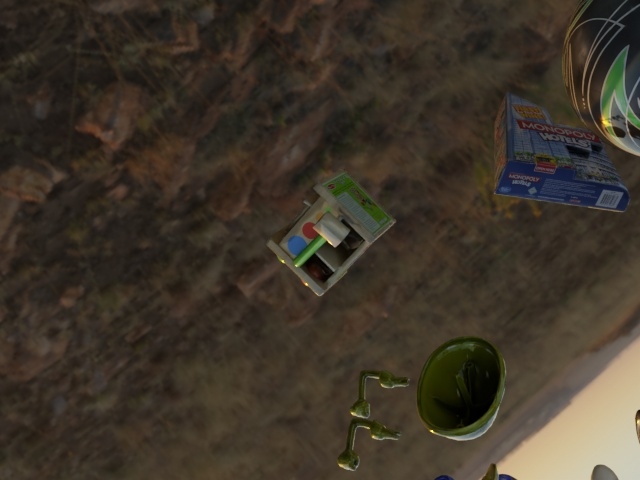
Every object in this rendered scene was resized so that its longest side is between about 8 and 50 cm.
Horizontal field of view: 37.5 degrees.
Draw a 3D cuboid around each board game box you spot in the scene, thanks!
[{"bbox_3d":[0.322,-0.131,1.330,0.194,0.194,0.060,7,128,-12],"label":"board game box"}]

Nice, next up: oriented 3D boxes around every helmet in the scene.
[{"bbox_3d":[0.269,-0.146,0.729,0.169,0.161,0.169,-60,-171,17],"label":"helmet"}]

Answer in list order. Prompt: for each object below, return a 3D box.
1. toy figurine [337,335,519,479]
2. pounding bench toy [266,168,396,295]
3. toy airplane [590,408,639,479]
[{"bbox_3d":[0.137,0.301,0.931,0.191,0.217,0.363,-22,-148,27],"label":"toy figurine"},{"bbox_3d":[0.000,0.000,0.616,0.065,0.052,0.083,-47,176,24],"label":"pounding bench toy"},{"bbox_3d":[0.462,0.288,0.956,0.386,0.384,0.272,-51,154,-21],"label":"toy airplane"}]
